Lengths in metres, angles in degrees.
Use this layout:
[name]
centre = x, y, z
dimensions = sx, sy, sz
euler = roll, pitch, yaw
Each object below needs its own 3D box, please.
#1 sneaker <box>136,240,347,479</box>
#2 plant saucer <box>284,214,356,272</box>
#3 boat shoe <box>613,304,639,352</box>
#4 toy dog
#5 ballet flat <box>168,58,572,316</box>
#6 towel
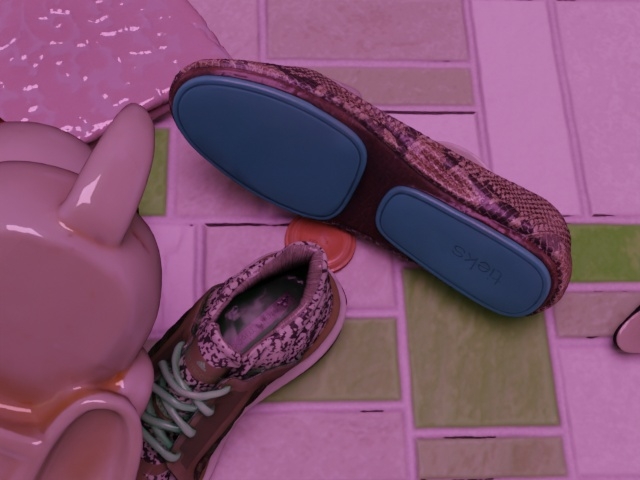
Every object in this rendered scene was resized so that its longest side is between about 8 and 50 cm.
[sneaker]
centre = -0.128, 0.136, 0.894
dimensions = 0.158, 0.182, 0.410
euler = 37, 69, 12
[plant saucer]
centre = 0.000, 0.000, 1.056
dimensions = 0.083, 0.013, 0.083
euler = 1, 66, -3
[boat shoe]
centre = 0.385, 0.088, 1.034
dimensions = 0.133, 0.042, 0.049
euler = -30, 97, -15
[toy dog]
centre = -0.295, 0.015, 0.839
dimensions = 0.284, 0.408, 0.395
euler = 17, 106, -21
[ballet flat]
centre = 0.068, -0.082, 1.031
dimensions = 0.482, 0.164, 0.182
euler = 28, 40, -2
[towel]
centre = -0.321, -0.254, 1.124
dimensions = 0.317, 0.053, 0.332
euler = -32, 72, -16
